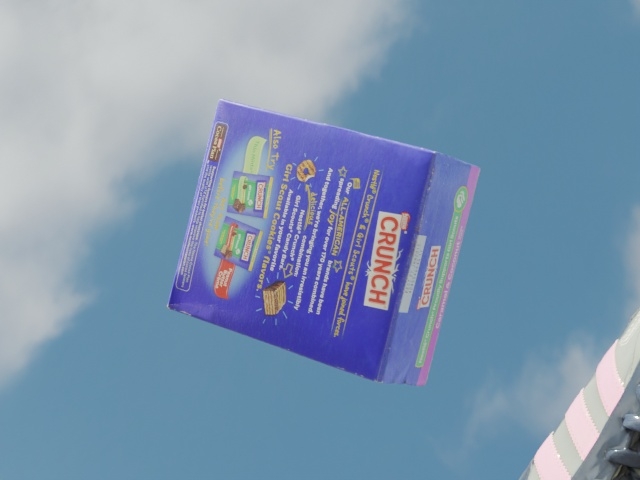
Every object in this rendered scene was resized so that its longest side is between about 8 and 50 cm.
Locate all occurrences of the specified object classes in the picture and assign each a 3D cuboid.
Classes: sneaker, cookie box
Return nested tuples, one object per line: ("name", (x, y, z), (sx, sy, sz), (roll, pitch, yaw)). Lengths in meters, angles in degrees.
("sneaker", (0.185, 0.119, 0.855), (0.112, 0.131, 0.319), (27, -110, 12))
("cookie box", (0.000, 0.000, 0.595), (0.107, 0.040, 0.091), (17, -85, 34))
